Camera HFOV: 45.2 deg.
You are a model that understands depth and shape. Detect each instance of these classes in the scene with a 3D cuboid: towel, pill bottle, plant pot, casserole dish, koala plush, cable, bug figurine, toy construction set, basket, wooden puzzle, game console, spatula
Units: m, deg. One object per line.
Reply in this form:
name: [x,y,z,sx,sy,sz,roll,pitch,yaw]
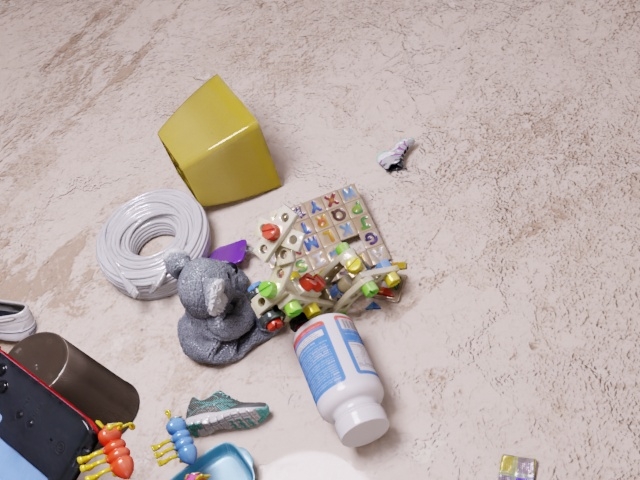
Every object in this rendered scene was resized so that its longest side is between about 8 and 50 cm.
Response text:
towel: [0.323,0.395,1.268,0.060,0.009,0.083,8,56,19]
pill bottle: [0.039,0.250,1.377,0.124,0.124,0.221,-22,52,-2]
plant pot: [-0.238,-0.204,1.728,0.187,0.212,0.212,-31,53,-10]
casserole dish: [-0.196,0.440,1.353,0.188,0.037,0.114,-35,53,-13]
koala plush: [-0.209,0.115,1.480,0.203,0.221,0.196,-40,55,-16]
cable: [-0.362,0.006,1.686,0.257,0.089,0.257,33,67,33]
bug figurine: [-0.253,0.373,1.234,0.072,0.279,0.216,-34,72,13]
toy construction set: [-0.013,0.070,1.424,0.215,0.327,0.151,-40,49,19]
basket: [-0.476,0.279,1.424,0.204,0.227,0.154,-19,52,1]
wooden puzzle: [0.131,0.088,1.543,0.078,0.014,0.116,3,55,17]
game console: [-0.565,0.387,1.251,0.342,0.060,0.386,27,87,30]
spatula: [-0.101,0.023,1.638,0.296,0.030,0.084,-5,36,6]

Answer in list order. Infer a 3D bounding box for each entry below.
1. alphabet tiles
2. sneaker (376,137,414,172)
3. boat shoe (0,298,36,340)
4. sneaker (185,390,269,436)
alphabet tiles: [0.000,0.000,1.609,0.237,0.009,0.198,-21,64,-7]
sneaker: [0.181,-0.184,1.720,0.098,0.038,0.069,-34,54,0]
boat shoe: [-0.740,0.151,1.643,0.258,0.084,0.095,3,38,-2]
sneaker: [-0.177,0.310,1.430,0.166,0.065,0.076,-9,49,6]
